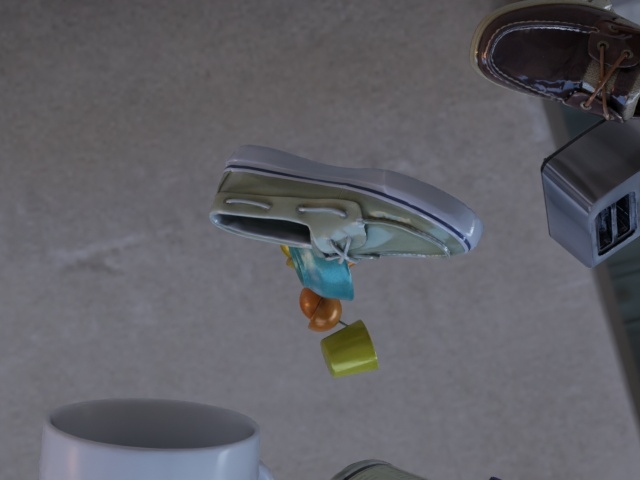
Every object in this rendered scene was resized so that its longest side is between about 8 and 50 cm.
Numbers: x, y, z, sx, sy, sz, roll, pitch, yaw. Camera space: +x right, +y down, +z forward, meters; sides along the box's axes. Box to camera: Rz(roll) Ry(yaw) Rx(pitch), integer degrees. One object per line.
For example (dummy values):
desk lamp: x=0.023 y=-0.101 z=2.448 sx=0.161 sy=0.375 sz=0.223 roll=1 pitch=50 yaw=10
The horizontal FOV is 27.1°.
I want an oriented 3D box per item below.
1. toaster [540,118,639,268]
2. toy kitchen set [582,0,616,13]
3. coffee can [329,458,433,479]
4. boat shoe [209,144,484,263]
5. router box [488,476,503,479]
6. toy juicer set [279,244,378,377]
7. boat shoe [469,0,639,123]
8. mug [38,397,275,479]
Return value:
toaster: x=0.384 y=-0.077 z=1.740 sx=0.168 sy=0.110 sz=0.186 roll=-33 pitch=143 yaw=-11
toy kitchen set: x=0.344 y=-0.302 z=1.792 sx=0.083 sy=0.068 sz=0.075 roll=48 pitch=163 yaw=-31
coffee can: x=0.132 y=0.346 z=1.296 sx=0.275 sy=0.202 sz=0.201 roll=13 pitch=-173 yaw=42
boat shoe: x=0.023 y=-0.020 z=1.402 sx=0.302 sy=0.094 sz=0.109 roll=14 pitch=157 yaw=28
router box: x=0.205 y=0.500 z=1.713 sx=0.081 sy=0.243 sz=0.309 roll=23 pitch=109 yaw=-15
toy juicer set: x=0.000 y=0.000 z=1.720 sx=0.089 sy=0.329 sz=0.209 roll=-19 pitch=-153 yaw=-7
boat shoe: x=0.347 y=-0.199 z=1.557 sx=0.342 sy=0.123 sz=0.123 roll=11 pitch=-160 yaw=-16
mug: x=-0.192 y=0.390 z=1.732 sx=0.276 sy=0.328 sz=0.374 roll=9 pitch=-173 yaw=40
